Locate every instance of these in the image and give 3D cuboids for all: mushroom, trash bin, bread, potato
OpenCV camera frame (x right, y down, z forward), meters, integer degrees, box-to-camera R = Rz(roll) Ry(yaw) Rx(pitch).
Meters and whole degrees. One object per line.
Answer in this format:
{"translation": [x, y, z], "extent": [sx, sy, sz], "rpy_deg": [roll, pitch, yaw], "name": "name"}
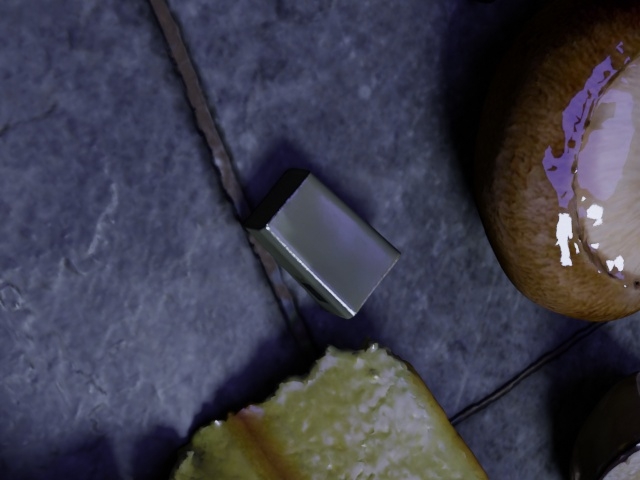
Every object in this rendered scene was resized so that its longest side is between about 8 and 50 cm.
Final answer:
{"translation": [0.238, -0.066, 0.819], "extent": [0.297, 0.163, 0.278], "rpy_deg": [-22, 99, -25], "name": "mushroom"}
{"translation": [0.000, 0.000, 0.763], "extent": [0.092, 0.043, 0.061], "rpy_deg": [45, 76, -23], "name": "trash bin"}
{"translation": [0.060, 0.271, 0.726], "extent": [0.233, 0.245, 0.362], "rpy_deg": [-31, 114, -21], "name": "bread"}
{"translation": [0.265, 0.185, 0.924], "extent": [0.120, 0.100, 0.261], "rpy_deg": [-36, 136, 21], "name": "potato"}

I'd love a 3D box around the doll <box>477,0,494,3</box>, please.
{"translation": [0.191, -0.238, 0.818], "extent": [0.195, 0.070, 0.096], "rpy_deg": [-27, 125, -16], "name": "doll"}
